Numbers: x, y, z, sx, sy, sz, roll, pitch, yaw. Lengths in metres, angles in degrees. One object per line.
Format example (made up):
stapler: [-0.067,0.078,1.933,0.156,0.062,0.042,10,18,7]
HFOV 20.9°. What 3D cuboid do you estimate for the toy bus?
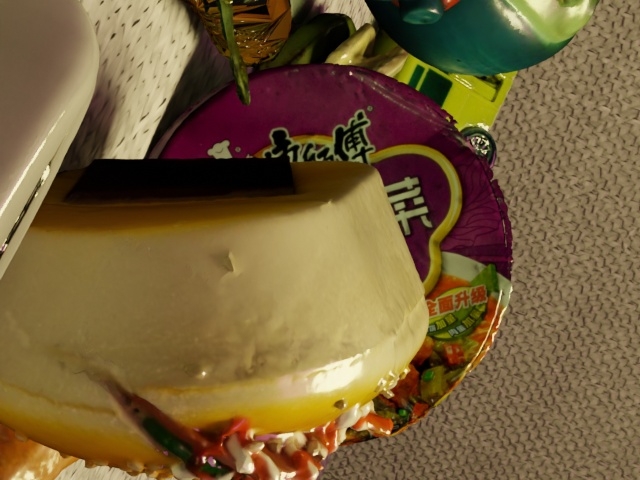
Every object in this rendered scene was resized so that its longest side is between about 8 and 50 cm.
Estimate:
toy bus: [0.123,-0.178,1.753,0.262,0.150,0.128,-65,-158,-8]

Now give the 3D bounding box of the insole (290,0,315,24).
insole: [-0.012,-0.197,1.314,0.153,0.002,0.053,75,40,-79]

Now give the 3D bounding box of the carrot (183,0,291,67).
carrot: [-0.051,-0.148,0.985,0.229,0.069,0.069,54,61,-83]

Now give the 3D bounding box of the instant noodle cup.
instant noodle cup: [0.000,0.000,1.187,0.190,0.251,0.251,-75,-172,-83]

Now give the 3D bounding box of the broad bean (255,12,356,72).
broad bean: [-0.008,-0.148,1.368,0.069,0.039,0.227,-59,175,27]

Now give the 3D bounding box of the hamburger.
hamburger: [-0.064,0.038,0.878,0.295,0.227,0.151,-40,133,-72]

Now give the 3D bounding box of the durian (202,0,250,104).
durian: [0.008,-0.247,0.818,0.106,0.132,0.375,133,-21,-72]

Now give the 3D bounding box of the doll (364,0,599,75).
doll: [0.097,-0.225,1.244,0.322,0.186,0.199,14,69,-56]

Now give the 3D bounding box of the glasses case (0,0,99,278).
glasses case: [-0.156,0.003,0.587,0.059,0.092,0.233,86,28,-70]

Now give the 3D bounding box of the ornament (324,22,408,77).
ornament: [-0.018,-0.066,1.353,0.180,0.059,0.201,-47,172,-51]

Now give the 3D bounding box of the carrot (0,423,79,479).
carrot: [-0.160,0.105,1.022,0.205,0.072,0.072,-48,162,-52]
